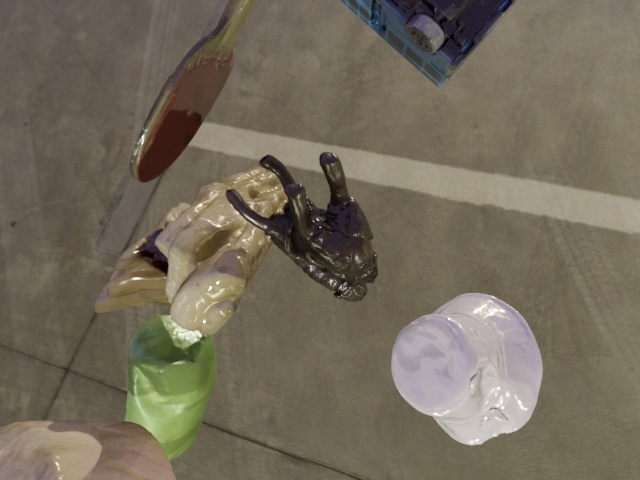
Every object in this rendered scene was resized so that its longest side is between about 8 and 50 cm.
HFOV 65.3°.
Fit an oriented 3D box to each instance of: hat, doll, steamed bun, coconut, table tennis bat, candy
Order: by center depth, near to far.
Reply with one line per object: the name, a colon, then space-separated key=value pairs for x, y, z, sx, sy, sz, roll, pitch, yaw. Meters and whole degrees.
table tennis bat: x=-0.096 y=-0.147 z=0.425 sx=0.022 sy=0.131 sz=0.234 roll=33 pitch=109 yaw=-4
doll: x=0.000 y=0.000 z=0.429 sx=0.057 sy=0.165 sz=0.139 roll=-49 pitch=31 yaw=-18
coconut: x=-0.303 y=0.355 z=0.580 sx=0.329 sy=0.329 sz=0.328 roll=-4 pitch=64 yaw=9
hat: x=0.171 y=0.160 z=0.648 sx=0.203 sy=0.126 sz=0.203 roll=-18 pitch=64 yaw=41
steamed bun: x=-0.171 y=0.010 z=0.716 sx=0.189 sy=0.428 sz=0.247 roll=27 pitch=111 yaw=-3
candy: x=-0.271 y=0.273 z=0.883 sx=0.142 sy=0.343 sz=0.132 roll=26 pitch=40 yaw=8

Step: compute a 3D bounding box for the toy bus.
toy bus: x=0.094 y=-0.299 z=0.576 sx=0.234 sy=0.133 sz=0.116 roll=42 pitch=96 yaw=2
